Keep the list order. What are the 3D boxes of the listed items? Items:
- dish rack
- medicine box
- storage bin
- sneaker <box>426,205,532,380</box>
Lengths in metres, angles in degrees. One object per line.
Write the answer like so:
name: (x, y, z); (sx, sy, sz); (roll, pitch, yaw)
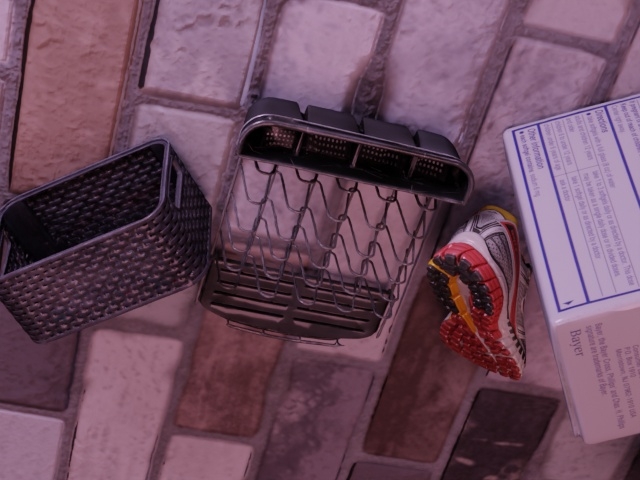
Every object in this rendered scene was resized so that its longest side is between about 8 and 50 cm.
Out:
dish rack: (0.000, 0.000, 1.244); (0.208, 0.074, 0.271); (12, 127, -11)
medicine box: (0.321, -0.001, 1.137); (0.289, 0.263, 0.149); (-14, 128, 9)
storage bin: (-0.194, 0.001, 1.204); (0.180, 0.122, 0.084); (-22, 126, 14)
sneaker: (0.166, 0.055, 1.282); (0.088, 0.092, 0.225); (26, 154, 25)
